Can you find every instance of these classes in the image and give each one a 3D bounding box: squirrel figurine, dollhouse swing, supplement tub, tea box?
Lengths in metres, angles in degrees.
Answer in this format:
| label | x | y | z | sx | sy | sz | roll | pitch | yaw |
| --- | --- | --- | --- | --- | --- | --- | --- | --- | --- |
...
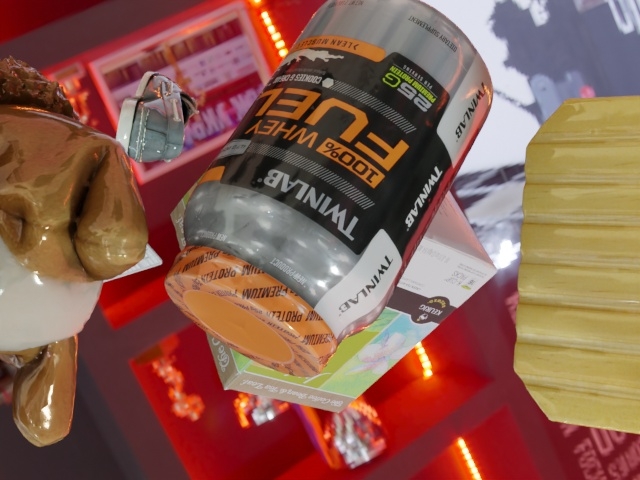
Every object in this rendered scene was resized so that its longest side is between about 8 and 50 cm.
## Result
| label | x | y | z | sx | sy | sz | roll | pitch | yaw |
| --- | --- | --- | --- | --- | --- | --- | --- | --- | --- |
| squirrel figurine | -0.382 | -0.043 | 0.780 | 0.370 | 0.397 | 0.281 | 5 | 140 | -30 |
| dollhouse swing | 0.280 | 0.018 | 0.677 | 0.304 | 0.347 | 0.315 | 4 | 180 | 20 |
| supplement tub | 0.009 | -0.051 | 0.815 | 0.193 | 0.193 | 0.316 | -9 | -134 | 56 |
| tea box | 0.000 | 0.000 | 1.250 | 0.323 | 0.220 | 0.329 | -47 | -135 | 25 |

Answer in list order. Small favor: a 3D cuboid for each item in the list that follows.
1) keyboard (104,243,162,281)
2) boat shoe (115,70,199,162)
| label | x | y | z | sx | sy | sz | roll | pitch | yaw |
| --- | --- | --- | --- | --- | --- | --- | --- | --- | --- |
| keyboard | -0.316 | 0.027 | 1.313 | 0.256 | 0.072 | 0.014 | -15 | -156 | 47 |
| boat shoe | -0.239 | -0.184 | 1.403 | 0.099 | 0.116 | 0.319 | 10 | -162 | -5 |
